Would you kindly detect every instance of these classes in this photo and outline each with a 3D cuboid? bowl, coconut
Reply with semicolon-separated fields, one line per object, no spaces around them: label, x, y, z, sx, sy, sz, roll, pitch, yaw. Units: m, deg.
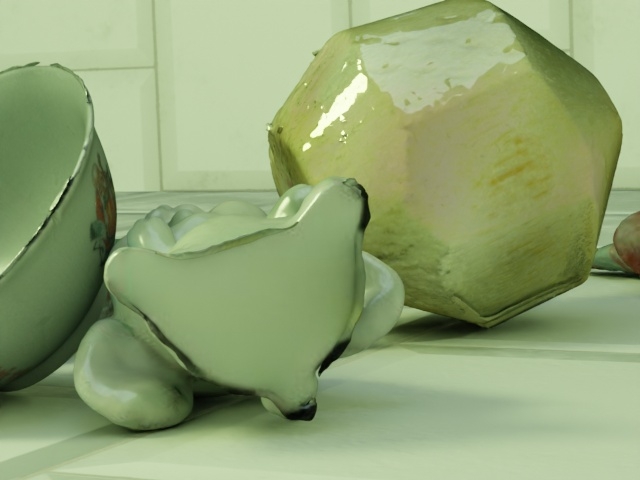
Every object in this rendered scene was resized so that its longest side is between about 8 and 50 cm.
bowl;-0.282;0.027;1.522;0.345;0.345;0.157;4;-36;48
coconut;0.135;-0.073;1.808;0.352;0.352;0.352;-2;5;0

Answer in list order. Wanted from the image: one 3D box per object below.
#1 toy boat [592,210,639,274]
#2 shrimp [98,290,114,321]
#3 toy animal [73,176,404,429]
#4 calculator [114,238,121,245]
toy boat;0.397;0.018;2.148;0.206;0.096;0.282;2;-10;-26
shrimp;-0.268;0.050;1.777;0.145;0.116;0.343;21;18;37
toy animal;-0.060;0.051;1.410;0.249;0.174;0.289;-13;5;7
calculator;-0.224;0.019;2.448;0.246;0.045;0.141;-4;6;-14
